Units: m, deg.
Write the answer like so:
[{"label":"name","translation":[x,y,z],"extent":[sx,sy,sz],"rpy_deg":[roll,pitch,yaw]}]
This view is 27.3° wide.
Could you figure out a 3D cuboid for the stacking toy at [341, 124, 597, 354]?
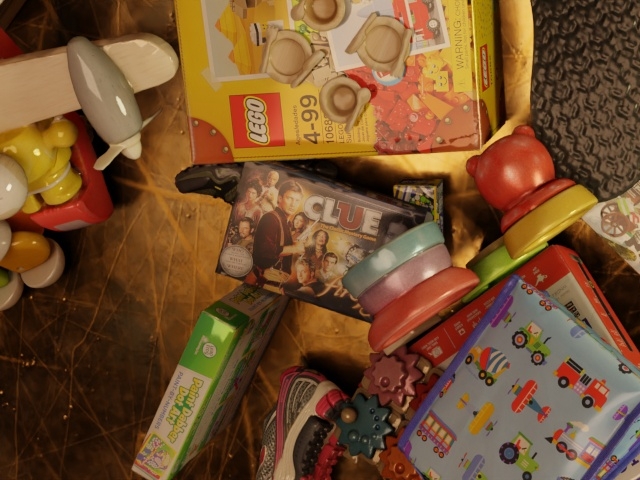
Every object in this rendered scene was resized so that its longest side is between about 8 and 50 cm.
[{"label":"stacking toy","translation":[0.156,0.005,1.607],"extent":[0.309,0.279,0.130],"rpy_deg":[-32,80,-10]}]

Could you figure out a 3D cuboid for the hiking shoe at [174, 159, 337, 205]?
[{"label":"hiking shoe","translation":[-0.089,-0.053,1.777],"extent":[0.227,0.086,0.114],"rpy_deg":[2,101,15]}]

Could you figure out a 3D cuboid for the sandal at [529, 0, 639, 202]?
[{"label":"sandal","translation":[0.327,-0.269,1.605],"extent":[0.167,0.107,0.446],"rpy_deg":[-10,88,20]}]

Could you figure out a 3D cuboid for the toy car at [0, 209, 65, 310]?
[{"label":"toy car","translation":[-0.469,0.009,1.889],"extent":[0.182,0.159,0.136],"rpy_deg":[-28,60,21]}]

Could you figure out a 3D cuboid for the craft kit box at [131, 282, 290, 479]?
[{"label":"craft kit box","translation":[-0.137,0.176,1.763],"extent":[0.061,0.246,0.250],"rpy_deg":[28,109,7]}]

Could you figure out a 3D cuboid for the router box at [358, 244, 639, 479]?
[{"label":"router box","translation":[0.256,0.222,1.681],"extent":[0.335,0.082,0.301],"rpy_deg":[-38,64,21]}]

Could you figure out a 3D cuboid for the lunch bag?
[{"label":"lunch bag","translation":[0.233,0.227,1.548],"extent":[0.221,0.138,0.293],"rpy_deg":[43,99,29]}]

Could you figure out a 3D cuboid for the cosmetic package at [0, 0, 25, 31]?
[{"label":"cosmetic package","translation":[-0.554,-0.409,1.790],"extent":[0.309,0.160,0.113],"rpy_deg":[42,110,2]}]

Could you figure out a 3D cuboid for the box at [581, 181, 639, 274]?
[{"label":"box","translation":[0.465,-0.006,1.646],"extent":[0.233,0.044,0.159],"rpy_deg":[44,111,2]}]

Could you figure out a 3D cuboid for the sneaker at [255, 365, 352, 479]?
[{"label":"sneaker","translation":[-0.042,0.315,1.852],"extent":[0.112,0.121,0.299],"rpy_deg":[39,115,36]}]

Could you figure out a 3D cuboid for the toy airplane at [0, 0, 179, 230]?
[{"label":"toy airplane","translation":[-0.407,-0.155,1.667],"extent":[0.384,0.272,0.386],"rpy_deg":[16,140,-18]}]

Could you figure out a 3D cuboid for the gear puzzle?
[{"label":"gear puzzle","translation":[0.161,0.272,1.655],"extent":[0.339,0.044,0.175],"rpy_deg":[33,100,31]}]

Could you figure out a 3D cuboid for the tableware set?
[{"label":"tableware set","translation":[0.015,-0.219,1.534],"extent":[0.168,0.020,0.141],"rpy_deg":[33,111,5]}]

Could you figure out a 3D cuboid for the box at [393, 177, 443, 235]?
[{"label":"box","translation":[0.131,0.005,1.743],"extent":[0.059,0.054,0.169],"rpy_deg":[2,103,16]}]

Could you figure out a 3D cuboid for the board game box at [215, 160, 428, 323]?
[{"label":"board game box","translation":[0.000,0.000,1.716],"extent":[0.243,0.042,0.165],"rpy_deg":[17,108,6]}]

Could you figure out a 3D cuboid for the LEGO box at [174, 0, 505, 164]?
[{"label":"LEGO box","translation":[0.017,-0.361,1.613],"extent":[0.372,0.193,0.500],"rpy_deg":[-2,103,17]}]
